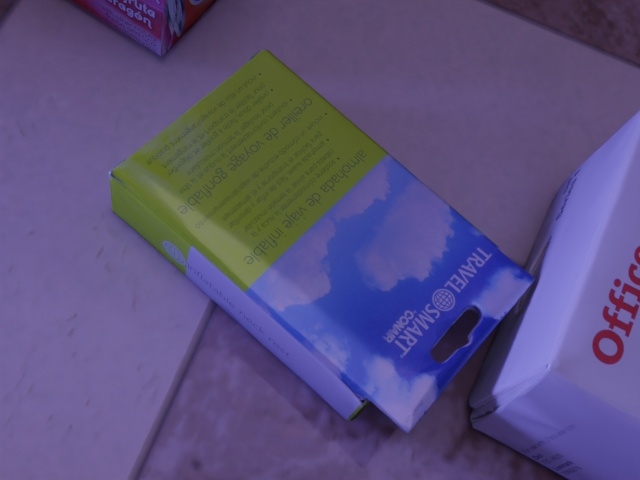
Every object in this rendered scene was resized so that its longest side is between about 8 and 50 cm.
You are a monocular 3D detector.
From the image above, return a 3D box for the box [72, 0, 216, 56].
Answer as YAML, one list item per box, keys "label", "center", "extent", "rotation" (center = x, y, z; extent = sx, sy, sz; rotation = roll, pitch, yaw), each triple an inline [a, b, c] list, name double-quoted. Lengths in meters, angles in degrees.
- label: "box"
  center: [-0.146, -0.233, 0.455]
  extent: [0.257, 0.122, 0.128]
  rotation: [33, 62, 4]

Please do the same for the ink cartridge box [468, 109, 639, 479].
- label: "ink cartridge box"
  center: [0.204, 0.060, 0.408]
  extent: [0.219, 0.092, 0.160]
  rotation: [28, 62, 1]

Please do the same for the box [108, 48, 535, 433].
- label: "box"
  center: [0.000, 0.000, 0.420]
  extent: [0.178, 0.042, 0.109]
  rotation: [41, 64, 8]
